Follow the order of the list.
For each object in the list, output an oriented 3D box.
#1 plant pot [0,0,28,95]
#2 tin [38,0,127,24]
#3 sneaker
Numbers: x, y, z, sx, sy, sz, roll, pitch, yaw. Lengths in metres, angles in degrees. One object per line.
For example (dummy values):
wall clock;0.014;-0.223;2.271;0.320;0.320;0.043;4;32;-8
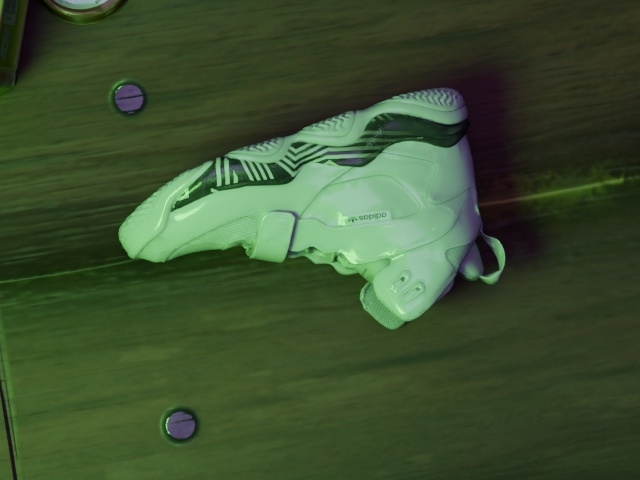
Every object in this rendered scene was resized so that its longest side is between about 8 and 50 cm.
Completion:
plant pot;-0.385;-0.240;1.678;0.207;0.228;0.227;10;93;-1
tin;-0.268;-0.302;1.797;0.190;0.040;0.106;45;81;0
sneaker;0.000;0.000;1.743;0.365;0.137;0.210;-20;85;-8
